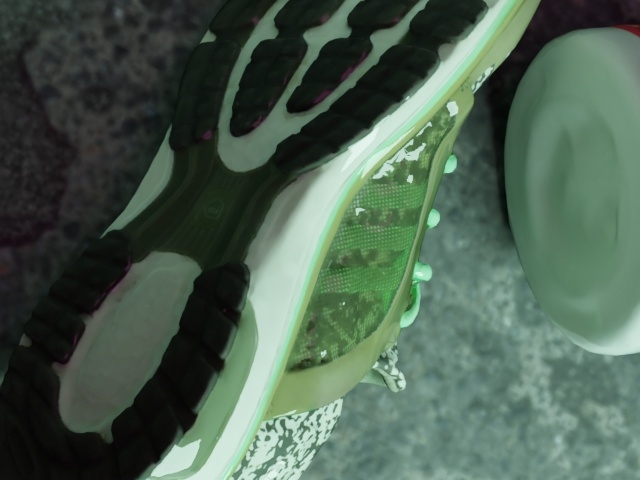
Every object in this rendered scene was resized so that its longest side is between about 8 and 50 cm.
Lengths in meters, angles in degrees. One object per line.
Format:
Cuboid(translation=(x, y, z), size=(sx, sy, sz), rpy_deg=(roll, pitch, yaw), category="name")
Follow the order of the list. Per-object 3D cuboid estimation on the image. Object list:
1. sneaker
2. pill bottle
Cuboid(translation=(0.000, 0.000, 0.956), size=(0.410, 0.158, 0.182), rpy_deg=(-54, 139, -14), category="sneaker")
Cuboid(translation=(0.279, -0.042, 1.018), size=(0.319, 0.176, 0.176), rpy_deg=(-8, 93, -21), category="pill bottle")
